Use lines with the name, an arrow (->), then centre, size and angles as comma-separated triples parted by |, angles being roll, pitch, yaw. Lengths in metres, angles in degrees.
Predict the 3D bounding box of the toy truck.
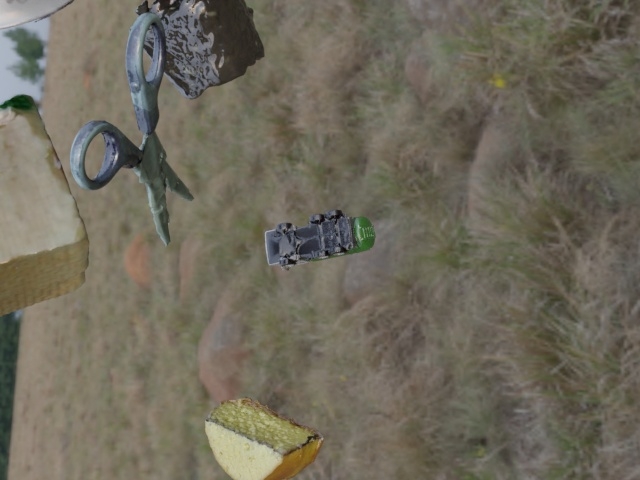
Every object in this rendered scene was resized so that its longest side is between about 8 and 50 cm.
toy truck -> 0.000, 0.000, 1.978 | 0.242, 0.125, 0.101 | -12, 79, 27

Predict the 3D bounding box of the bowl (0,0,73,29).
bowl -> -0.586, -0.529, 1.540 | 0.157, 0.345, 0.345 | 82, 176, -48

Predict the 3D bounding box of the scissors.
scissors -> -0.238, -0.116, 1.227 | 0.383, 0.029, 0.256 | 77, -151, -64

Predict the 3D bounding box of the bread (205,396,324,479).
bread -> -0.116, 0.412, 1.709 | 0.260, 0.129, 0.134 | 11, 109, 39

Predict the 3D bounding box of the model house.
model house -> -0.649, -0.016, 1.648 | 0.334, 0.342, 0.382 | 63, 158, 16

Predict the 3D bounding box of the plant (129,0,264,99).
plant -> -0.231, -0.397, 1.506 | 0.276, 0.188, 0.199 | 64, -151, -24
